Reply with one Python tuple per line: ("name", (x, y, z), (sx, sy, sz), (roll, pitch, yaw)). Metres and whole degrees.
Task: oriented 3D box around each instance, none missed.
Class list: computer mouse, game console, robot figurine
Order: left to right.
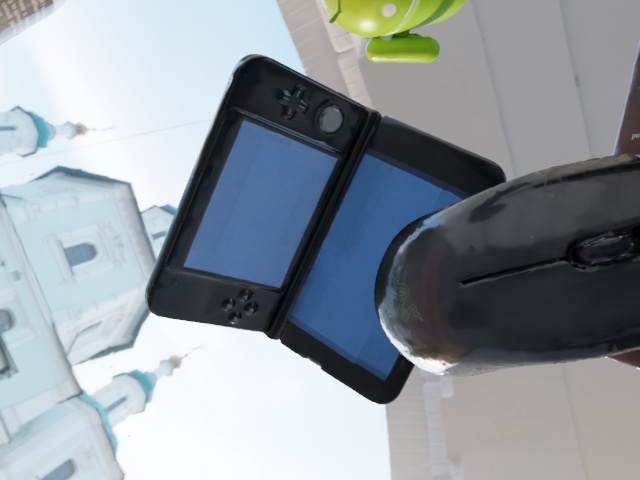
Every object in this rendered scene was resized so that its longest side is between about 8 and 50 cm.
("game console", (0.000, 0.000, 0.571), (0.173, 0.250, 0.293), (37, -73, 51))
("robot figurine", (0.045, -0.156, 0.322), (0.067, 0.115, 0.101), (26, -50, 37))
("computer mouse", (0.135, 0.008, 0.345), (0.272, 0.072, 0.188), (-26, -108, 33))

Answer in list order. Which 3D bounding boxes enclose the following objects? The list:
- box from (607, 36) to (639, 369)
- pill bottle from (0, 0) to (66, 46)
("box", (0.434, -0.039, 0.624), (0.191, 0.143, 0.381), (11, -86, -24))
("pill bottle", (-0.340, -0.249, 0.482), (0.176, 0.318, 0.176), (37, -22, 18))
